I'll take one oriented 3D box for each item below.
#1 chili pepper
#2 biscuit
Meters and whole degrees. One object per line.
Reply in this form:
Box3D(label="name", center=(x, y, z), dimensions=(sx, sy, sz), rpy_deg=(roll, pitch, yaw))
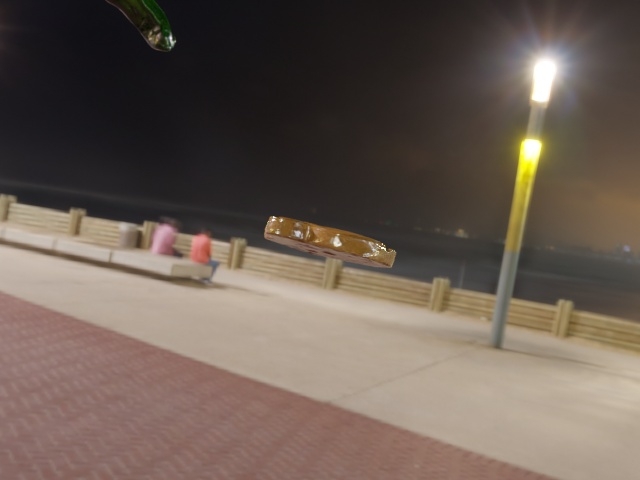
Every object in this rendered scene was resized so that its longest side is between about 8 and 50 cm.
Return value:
Box3D(label="chili pepper", center=(-0.198, -0.256, 0.708), dimensions=(0.073, 0.050, 0.182), rpy_deg=(16, -25, 29))
Box3D(label="biscuit", center=(0.001, -0.002, 0.683), dimensions=(0.118, 0.023, 0.140), rpy_deg=(20, -6, -42))
